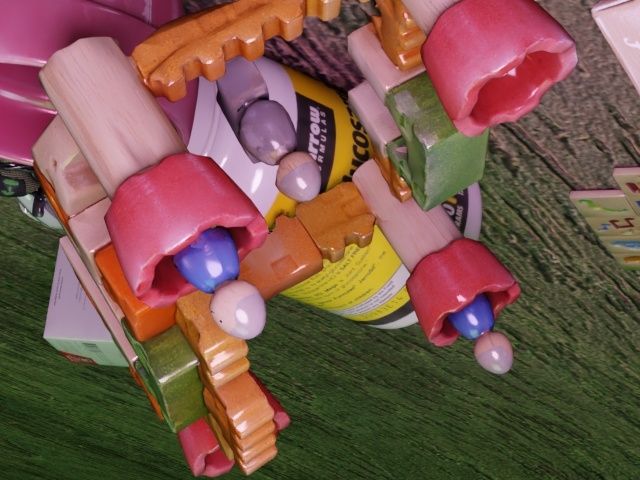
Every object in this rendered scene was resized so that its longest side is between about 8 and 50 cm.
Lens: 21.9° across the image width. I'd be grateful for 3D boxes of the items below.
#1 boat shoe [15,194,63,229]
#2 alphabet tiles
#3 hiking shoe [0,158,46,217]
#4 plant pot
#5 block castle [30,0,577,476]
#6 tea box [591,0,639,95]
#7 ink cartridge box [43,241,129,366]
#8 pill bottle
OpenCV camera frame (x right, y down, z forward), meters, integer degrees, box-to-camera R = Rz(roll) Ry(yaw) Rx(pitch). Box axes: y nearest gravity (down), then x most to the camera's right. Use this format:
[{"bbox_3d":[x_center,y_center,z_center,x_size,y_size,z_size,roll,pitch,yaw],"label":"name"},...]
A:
[{"bbox_3d":[-0.280,-0.043,1.736,0.076,0.083,0.226,-2,161,23],"label":"boat shoe"},{"bbox_3d":[0.421,-0.011,1.677,0.285,0.011,0.342,-2,160,25],"label":"alphabet tiles"},{"bbox_3d":[-0.273,-0.100,1.509,0.086,0.114,0.227,2,161,13],"label":"hiking shoe"},{"bbox_3d":[-0.177,-0.164,1.166,0.201,0.180,0.201,7,162,2],"label":"plant pot"},{"bbox_3d":[0.000,0.000,1.121,0.303,0.213,0.453,-29,159,-11],"label":"block castle"},{"bbox_3d":[0.384,-0.095,0.902,0.324,0.220,0.329,-10,126,42],"label":"tea box"},{"bbox_3d":[-0.230,0.083,2.029,0.176,0.127,0.128,5,161,9],"label":"ink cartridge box"},{"bbox_3d":[-0.033,-0.051,1.445,0.334,0.188,0.188,21,158,-37],"label":"pill bottle"}]
